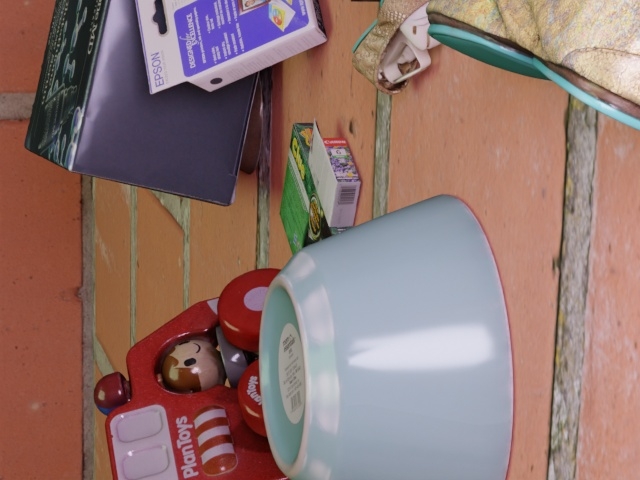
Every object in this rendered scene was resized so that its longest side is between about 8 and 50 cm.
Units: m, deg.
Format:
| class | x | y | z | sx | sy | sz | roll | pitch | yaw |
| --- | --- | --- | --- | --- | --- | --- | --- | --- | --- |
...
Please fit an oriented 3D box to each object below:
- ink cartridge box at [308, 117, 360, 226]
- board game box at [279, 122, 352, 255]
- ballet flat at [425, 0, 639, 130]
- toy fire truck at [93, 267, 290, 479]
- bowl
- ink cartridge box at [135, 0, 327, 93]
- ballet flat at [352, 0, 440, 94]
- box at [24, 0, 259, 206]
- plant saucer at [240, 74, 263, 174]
| class | x | y | z | sx | sy | sz | roll | pitch | yaw |
| --- | --- | --- | --- | --- | --- | --- | --- | --- | --- |
| ink cartridge box | 0.014 | -0.074 | 1.986 | 0.115 | 0.029 | 0.063 | -107 | 21 | -47 |
| board game box | 0.000 | 0.000 | 2.051 | 0.260 | 0.030 | 0.136 | -109 | 20 | -46 |
| ballet flat | 0.172 | -0.155 | 1.257 | 0.348 | 0.123 | 0.123 | -137 | 47 | -70 |
| toy fire truck | -0.115 | 0.179 | 2.003 | 0.302 | 0.254 | 0.169 | -108 | 5 | -45 |
| bowl | 0.043 | 0.117 | 1.647 | 0.311 | 0.163 | 0.311 | 178 | 90 | -74 |
| ink cartridge box | -0.108 | -0.275 | 2.105 | 0.045 | 0.208 | 0.206 | 48 | -154 | -55 |
| ballet flat | 0.084 | -0.192 | 1.668 | 0.067 | 0.073 | 0.206 | 56 | 160 | 11 |
| box | -0.226 | -0.223 | 2.387 | 0.395 | 0.212 | 0.293 | -159 | 81 | -71 |
| plant saucer | -0.107 | -0.170 | 2.428 | 0.168 | 0.029 | 0.168 | 178 | 90 | -74 |
